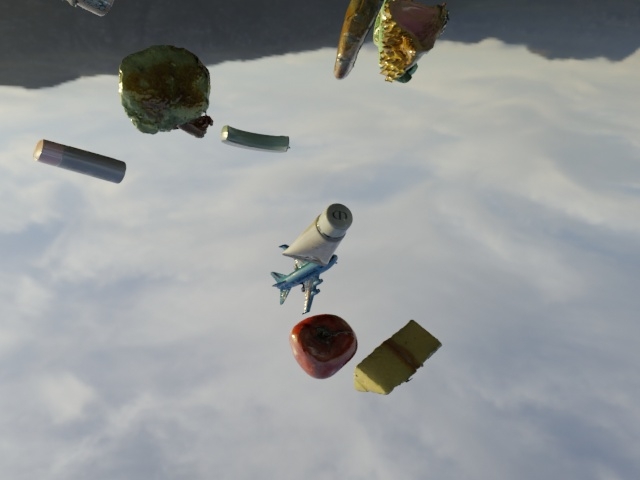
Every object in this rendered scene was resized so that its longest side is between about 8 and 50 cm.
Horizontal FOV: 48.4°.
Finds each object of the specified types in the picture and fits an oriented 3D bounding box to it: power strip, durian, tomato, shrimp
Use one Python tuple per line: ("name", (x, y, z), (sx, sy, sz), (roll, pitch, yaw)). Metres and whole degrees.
("power strip", (-0.211, -0.331, 2.354), (0.254, 0.054, 0.167), (7, -179, -21))
("durian", (0.235, -0.548, 2.011), (0.186, 0.195, 0.305), (20, -130, -6))
("tomato", (0.006, 0.281, 1.926), (0.187, 0.151, 0.187), (0, -118, 0))
("shrimp", (0.094, -0.529, 1.727), (0.077, 0.317, 0.168), (21, 163, -1))

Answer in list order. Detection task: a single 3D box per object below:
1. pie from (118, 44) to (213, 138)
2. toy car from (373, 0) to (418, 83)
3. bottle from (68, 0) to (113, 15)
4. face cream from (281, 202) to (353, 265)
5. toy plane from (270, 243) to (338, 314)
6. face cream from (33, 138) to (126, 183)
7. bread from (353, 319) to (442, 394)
("pie", (-0.437, -0.427, 2.034), (0.275, 0.257, 0.105), (0, -171, -30))
("toy car", (0.244, -0.668, 2.363), (0.125, 0.305, 0.136), (-1, 170, 44))
("bottle", (-0.537, -0.567, 1.573), (0.152, 0.098, 0.099), (18, -173, -38))
("face cream", (0.000, 0.000, 2.005), (0.143, 0.314, 0.089), (14, -120, -15))
("toy plane", (-0.048, 0.111, 2.398), (0.271, 0.254, 0.105), (-26, 162, 21))
("face cream", (-0.553, -0.183, 1.643), (0.198, 0.057, 0.084), (16, 169, -35))
("bread", (0.221, 0.351, 2.114), (0.266, 0.141, 0.178), (-38, -153, -30))
